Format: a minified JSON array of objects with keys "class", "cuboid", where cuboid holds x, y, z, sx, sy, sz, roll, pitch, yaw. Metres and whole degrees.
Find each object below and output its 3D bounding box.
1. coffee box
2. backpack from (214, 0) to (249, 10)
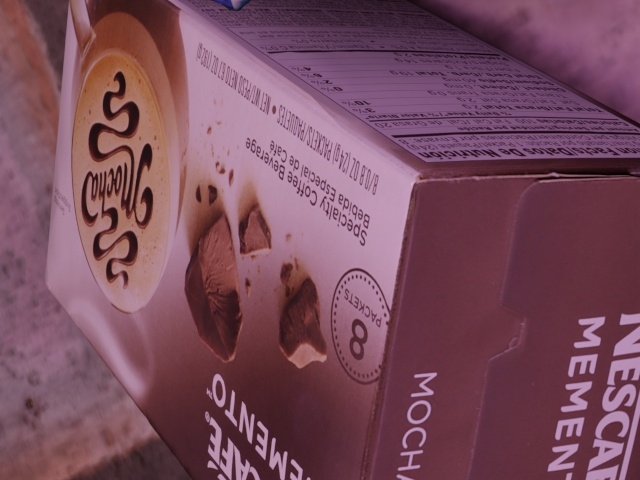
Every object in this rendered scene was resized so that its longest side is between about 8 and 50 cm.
[{"class":"coffee box","cuboid":[0.000,0.000,0.582,0.297,0.119,0.168,42,128,53]},{"class":"backpack","cuboid":[-0.010,-0.203,0.453,0.355,0.273,0.290,24,132,44]}]
